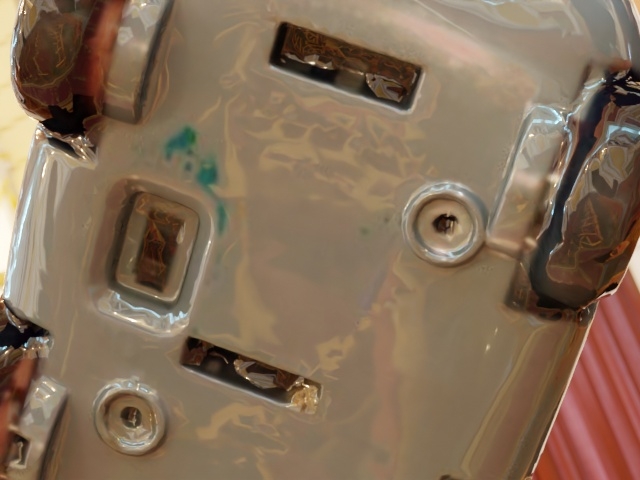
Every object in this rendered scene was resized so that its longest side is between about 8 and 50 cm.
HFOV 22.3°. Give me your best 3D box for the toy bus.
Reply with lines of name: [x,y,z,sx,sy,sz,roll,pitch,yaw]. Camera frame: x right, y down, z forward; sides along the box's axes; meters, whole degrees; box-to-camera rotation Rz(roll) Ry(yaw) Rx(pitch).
toy bus: [0.000,0.000,0.573,0.232,0.194,0.287,-58,-14,-69]
